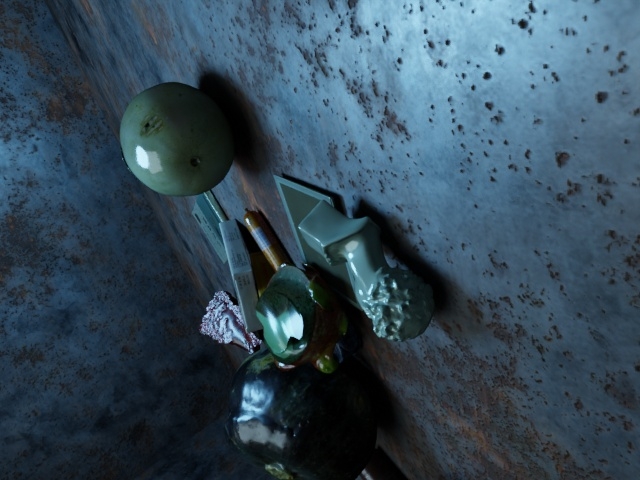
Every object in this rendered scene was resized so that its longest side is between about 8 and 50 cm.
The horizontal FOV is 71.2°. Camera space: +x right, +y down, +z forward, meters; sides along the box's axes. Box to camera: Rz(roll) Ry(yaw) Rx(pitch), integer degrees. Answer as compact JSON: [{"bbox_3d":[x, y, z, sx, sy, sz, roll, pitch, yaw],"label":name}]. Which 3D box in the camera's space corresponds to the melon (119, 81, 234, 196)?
[{"bbox_3d":[-0.353,-0.246,1.099,0.330,0.269,0.268,45,154,47],"label":"melon"}]

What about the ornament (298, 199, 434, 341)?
[{"bbox_3d":[0.081,0.044,0.764,0.285,0.120,0.130,52,177,14],"label":"ornament"}]

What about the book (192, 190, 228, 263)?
[{"bbox_3d":[-0.410,-0.050,1.751,0.264,0.031,0.379,58,157,-1],"label":"book"}]

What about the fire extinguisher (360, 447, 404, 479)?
[{"bbox_3d":[0.241,0.823,1.375,0.344,0.138,0.102,42,167,36],"label":"fire extinguisher"}]

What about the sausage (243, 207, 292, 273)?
[{"bbox_3d":[-0.120,0.055,1.265,0.347,0.053,0.053,58,157,1],"label":"sausage"}]

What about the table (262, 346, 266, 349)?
[{"bbox_3d":[-0.196,0.478,1.921,0.082,0.070,0.083,52,156,6],"label":"table"}]

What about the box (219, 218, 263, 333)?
[{"bbox_3d":[-0.252,0.100,1.415,0.353,0.069,0.214,-126,25,-57],"label":"box"}]

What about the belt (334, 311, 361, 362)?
[{"bbox_3d":[0.021,0.233,1.162,0.190,0.082,0.141,42,148,35],"label":"belt"}]

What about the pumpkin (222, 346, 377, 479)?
[{"bbox_3d":[-0.052,0.489,1.263,0.455,0.343,0.454,14,137,14],"label":"pumpkin"}]

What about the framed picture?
[{"bbox_3d":[0.000,0.000,1.005,0.232,0.019,0.296,30,144,50],"label":"framed picture"}]

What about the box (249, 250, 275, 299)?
[{"bbox_3d":[-0.158,0.176,1.397,0.274,0.076,0.174,92,163,-53],"label":"box"}]

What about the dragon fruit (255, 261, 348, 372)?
[{"bbox_3d":[-0.057,0.185,1.073,0.268,0.130,0.295,-54,51,26],"label":"dragon fruit"}]

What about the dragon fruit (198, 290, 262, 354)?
[{"bbox_3d":[-0.357,0.405,2.142,0.330,0.227,0.286,18,171,30],"label":"dragon fruit"}]
